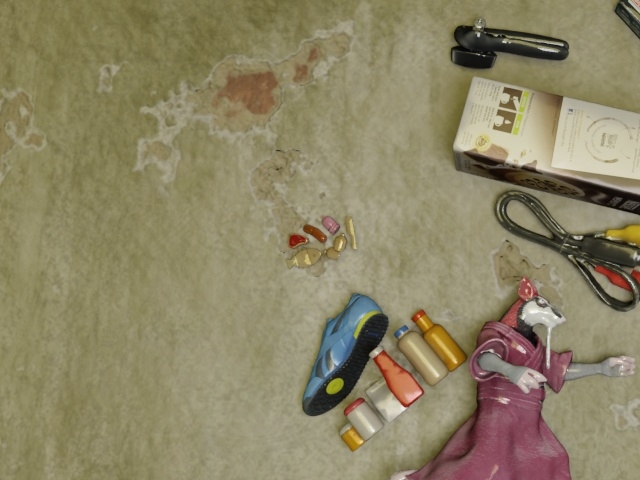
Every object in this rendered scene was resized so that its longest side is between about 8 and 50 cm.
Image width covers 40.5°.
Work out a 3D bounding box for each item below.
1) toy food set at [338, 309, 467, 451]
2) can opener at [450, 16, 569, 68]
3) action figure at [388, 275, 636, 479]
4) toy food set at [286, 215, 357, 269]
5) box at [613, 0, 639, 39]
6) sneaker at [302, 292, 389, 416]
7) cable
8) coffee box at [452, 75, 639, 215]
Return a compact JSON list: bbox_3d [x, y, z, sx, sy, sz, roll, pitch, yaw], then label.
[{"bbox_3d":[0.104,0.212,1.330,0.232,0.111,0.104,-40,77,2],"label":"toy food set"},{"bbox_3d":[0.303,-0.314,1.385,0.186,0.073,0.059,4,46,8],"label":"can opener"},{"bbox_3d":[0.284,0.237,1.293,0.275,0.248,0.370,-13,63,51],"label":"action figure"},{"bbox_3d":[0.000,0.000,1.420,0.122,0.019,0.078,-12,82,17],"label":"toy food set"},{"bbox_3d":[0.592,-0.336,1.328,0.175,0.051,0.220,-39,79,5],"label":"box"},{"bbox_3d":[0.027,0.180,1.379,0.082,0.069,0.209,40,103,44],"label":"sneaker"},{"bbox_3d":[0.403,0.014,1.339,0.287,0.072,0.139,19,105,24],"label":"cable"},{"bbox_3d":[0.357,-0.137,1.292,0.297,0.168,0.119,15,87,12],"label":"coffee box"}]
